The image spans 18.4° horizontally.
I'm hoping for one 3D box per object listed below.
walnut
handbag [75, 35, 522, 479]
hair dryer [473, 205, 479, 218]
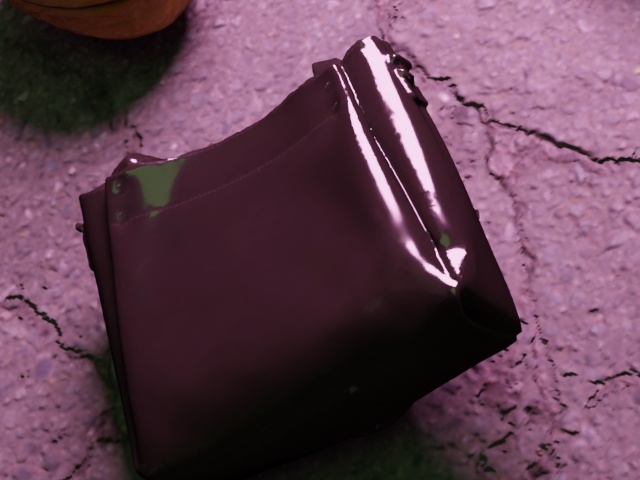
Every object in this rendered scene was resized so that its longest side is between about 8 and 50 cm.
[{"bbox_3d":[-0.185,-0.241,1.543,0.197,0.165,0.165,21,74,21],"label":"walnut"},{"bbox_3d":[-0.025,0.016,1.375,0.285,0.113,0.257,-28,66,20],"label":"handbag"},{"bbox_3d":[0.004,0.006,1.446,0.155,0.044,0.183,38,86,29],"label":"hair dryer"}]
